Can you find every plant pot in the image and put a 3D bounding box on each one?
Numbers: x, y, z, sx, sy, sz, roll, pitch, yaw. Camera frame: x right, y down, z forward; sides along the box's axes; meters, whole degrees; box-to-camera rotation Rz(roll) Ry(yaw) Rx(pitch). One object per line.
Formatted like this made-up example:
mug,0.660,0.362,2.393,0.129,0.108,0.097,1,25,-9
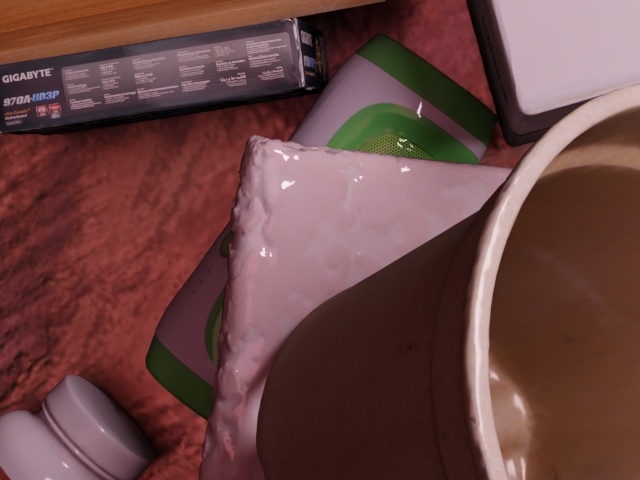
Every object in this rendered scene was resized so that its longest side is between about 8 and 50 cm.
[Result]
plant pot,0.130,0.106,1.068,0.334,0.305,0.333,8,74,-32

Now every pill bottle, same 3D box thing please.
pill bottle,-0.230,0.206,1.355,0.216,0.121,0.121,-45,85,5

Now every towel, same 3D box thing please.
towel,0.066,0.104,1.268,0.317,0.053,0.331,4,96,-29

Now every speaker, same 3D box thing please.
speaker,0.000,0.000,1.328,0.131,0.131,0.296,36,94,6

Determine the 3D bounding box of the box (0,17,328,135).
box,-0.110,-0.115,1.316,0.220,0.175,0.051,-8,93,7

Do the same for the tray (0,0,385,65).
tray,-0.164,-0.242,1.301,0.411,0.076,0.202,-8,113,20

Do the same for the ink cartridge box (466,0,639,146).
ink cartridge box,0.158,-0.179,1.239,0.114,0.273,0.197,-15,88,3
